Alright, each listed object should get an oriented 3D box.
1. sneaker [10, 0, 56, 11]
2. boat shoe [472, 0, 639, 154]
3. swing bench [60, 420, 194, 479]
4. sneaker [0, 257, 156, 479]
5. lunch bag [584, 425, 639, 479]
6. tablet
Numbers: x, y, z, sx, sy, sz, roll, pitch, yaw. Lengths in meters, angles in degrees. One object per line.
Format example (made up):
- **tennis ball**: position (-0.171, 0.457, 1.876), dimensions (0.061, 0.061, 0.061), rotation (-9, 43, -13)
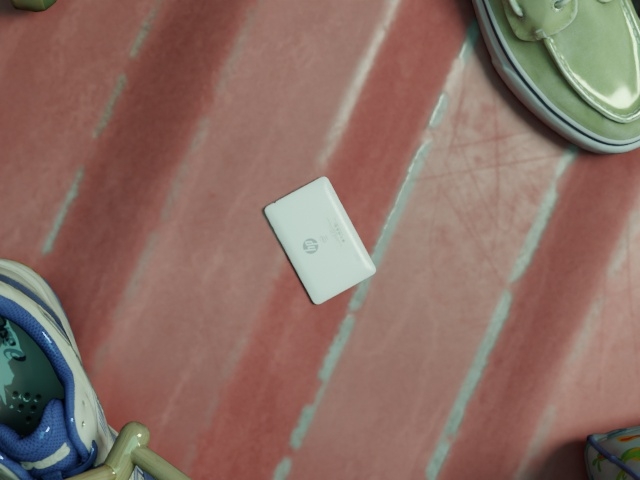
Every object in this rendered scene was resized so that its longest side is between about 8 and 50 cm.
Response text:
- **sneaker**: position (-0.162, -0.252, 0.731), dimensions (0.086, 0.064, 0.192), rotation (8, 86, -1)
- **boat shoe**: position (0.158, -0.196, 0.752), dimensions (0.109, 0.094, 0.302), rotation (-33, 93, -5)
- **swing bench**: position (-0.099, 0.279, 0.558), dimensions (0.253, 0.165, 0.255), rotation (28, 107, 27)
- **sneaker**: position (-0.181, 0.153, 0.699), dimensions (0.112, 0.131, 0.296), rotation (-31, 95, -7)
- **lunch bag**: position (0.249, 0.222, 0.700), dimensions (0.090, 0.219, 0.176), rotation (-10, 90, 0)
- **tablet**: position (0.000, 0.000, 0.779), dimensions (0.054, 0.006, 0.083), rotation (-29, 93, -5)
